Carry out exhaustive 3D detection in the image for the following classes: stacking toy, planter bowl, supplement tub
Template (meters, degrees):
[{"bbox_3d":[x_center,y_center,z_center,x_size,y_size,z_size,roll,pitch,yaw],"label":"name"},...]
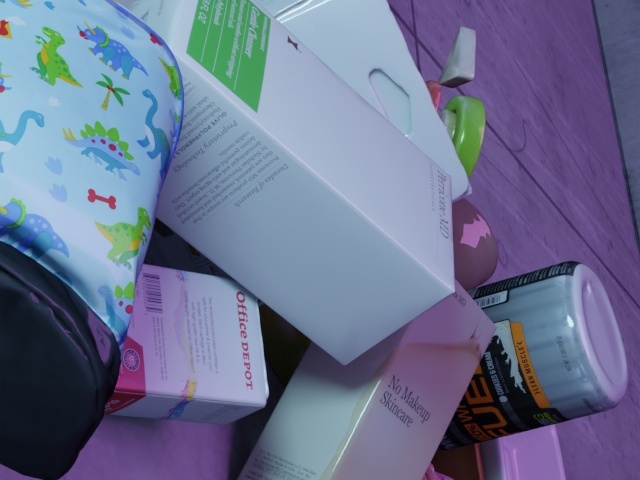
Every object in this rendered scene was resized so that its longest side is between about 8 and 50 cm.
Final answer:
[{"bbox_3d":[0.099,-0.127,1.898,0.130,0.279,0.309,14,45,-13],"label":"stacking toy"},{"bbox_3d":[0.153,0.020,2.035,0.109,0.162,0.162,-36,109,-37],"label":"planter bowl"},{"bbox_3d":[0.213,0.155,1.838,0.193,0.316,0.193,45,36,-45],"label":"supplement tub"}]

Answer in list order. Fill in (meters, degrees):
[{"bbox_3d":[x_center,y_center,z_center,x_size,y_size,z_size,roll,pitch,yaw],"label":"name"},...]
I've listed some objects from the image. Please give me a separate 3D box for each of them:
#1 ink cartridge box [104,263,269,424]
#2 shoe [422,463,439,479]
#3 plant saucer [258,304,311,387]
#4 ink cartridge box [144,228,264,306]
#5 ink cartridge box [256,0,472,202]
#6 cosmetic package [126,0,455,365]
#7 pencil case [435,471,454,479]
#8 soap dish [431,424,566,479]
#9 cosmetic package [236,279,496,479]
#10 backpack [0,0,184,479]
[{"bbox_3d":[-0.143,0.096,1.328,0.175,0.072,0.127,12,60,-39],"label":"ink cartridge box"},{"bbox_3d":[0.065,0.238,1.659,0.178,0.081,0.063,50,-19,50],"label":"shoe"},{"bbox_3d":[-0.011,0.086,1.746,0.241,0.037,0.241,47,33,-45],"label":"plant saucer"},{"bbox_3d":[-0.129,-0.052,1.508,0.239,0.060,0.275,-23,84,-42],"label":"ink cartridge box"},{"bbox_3d":[0.010,-0.202,1.677,0.285,0.166,0.395,61,3,-24],"label":"ink cartridge box"},{"bbox_3d":[-0.046,-0.074,1.377,0.365,0.155,0.197,38,31,-26],"label":"cosmetic package"},{"bbox_3d":[0.086,0.427,1.568,0.386,0.160,0.167,-72,166,-54],"label":"pencil case"},{"bbox_3d":[0.252,0.327,2.050,0.291,0.118,0.228,36,42,-53],"label":"soap dish"},{"bbox_3d":[0.051,0.178,1.539,0.160,0.113,0.309,44,69,-48],"label":"cosmetic package"},{"bbox_3d":[-0.243,-0.047,1.088,0.290,0.273,0.355,32,22,-14],"label":"backpack"}]
